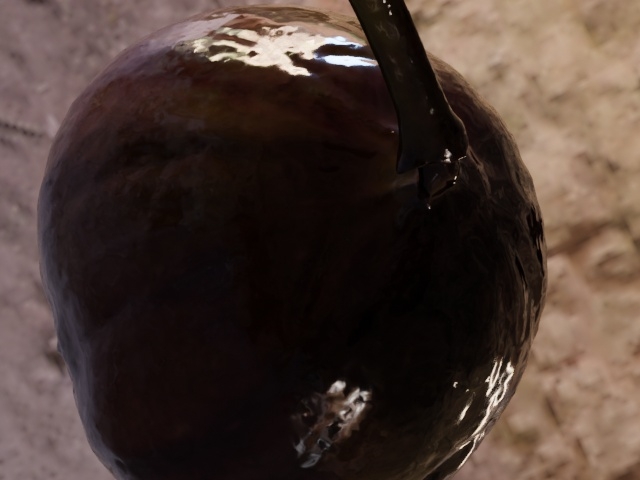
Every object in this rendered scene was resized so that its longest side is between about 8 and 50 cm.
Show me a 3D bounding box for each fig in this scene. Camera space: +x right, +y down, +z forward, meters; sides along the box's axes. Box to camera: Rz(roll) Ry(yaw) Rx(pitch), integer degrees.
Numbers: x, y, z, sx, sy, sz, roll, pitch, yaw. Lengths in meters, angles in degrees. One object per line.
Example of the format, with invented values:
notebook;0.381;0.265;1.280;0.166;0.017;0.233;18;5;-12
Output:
fig;0.011;0.003;0.658;0.186;0.249;0.204;8;73;-31
